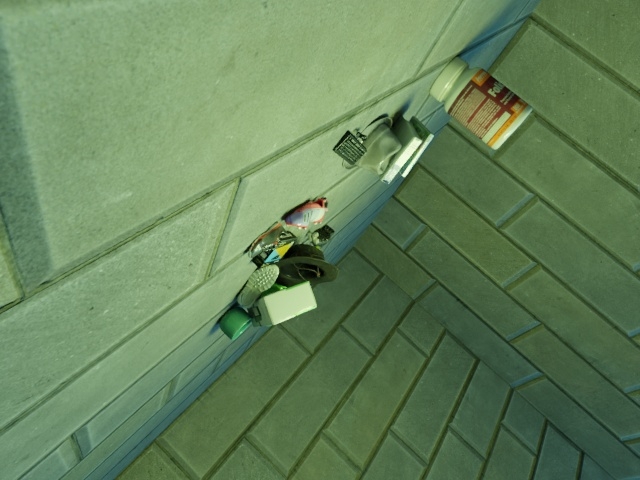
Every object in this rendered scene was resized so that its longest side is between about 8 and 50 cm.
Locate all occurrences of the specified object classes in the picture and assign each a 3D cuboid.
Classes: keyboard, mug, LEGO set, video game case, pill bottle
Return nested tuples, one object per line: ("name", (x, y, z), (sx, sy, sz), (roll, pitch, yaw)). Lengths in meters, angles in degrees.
("keyboard", (0.112, -0.309, 1.358), (0.108, 0.023, 0.180), (-50, 160, 12))
("mug", (-0.373, 0.354, 1.789), (0.129, 0.097, 0.158), (-45, 172, -25))
("LEGO set", (-0.063, 0.060, 1.965), (0.087, 0.093, 0.227), (-41, 140, -38))
("video game case", (0.358, -0.384, 1.672), (0.193, 0.023, 0.212), (-57, -155, 26))
("pill bottle", (0.688, -0.603, 1.798), (0.224, 0.392, 0.224), (-47, 172, -9))

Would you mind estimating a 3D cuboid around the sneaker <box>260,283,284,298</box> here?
("sneaker", (-0.196, 0.279, 2.135), (0.202, 0.185, 0.483), (-43, -179, -40))

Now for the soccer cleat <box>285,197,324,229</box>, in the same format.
("soccer cleat", (-0.053, -0.099, 1.479), (0.248, 0.083, 0.095), (-19, 121, -64))

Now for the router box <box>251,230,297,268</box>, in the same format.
("router box", (-0.167, 0.032, 1.532), (0.133, 0.046, 0.179), (-50, 171, 14))

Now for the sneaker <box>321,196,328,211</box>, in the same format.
("sneaker", (0.006, -0.148, 1.646), (0.119, 0.047, 0.057), (-16, 125, -76))

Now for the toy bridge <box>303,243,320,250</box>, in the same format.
("toy bridge", (-0.060, 0.046, 2.093), (0.063, 0.026, 0.188), (-10, 168, 20))

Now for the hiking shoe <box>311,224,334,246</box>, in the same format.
("hiking shoe", (0.000, 0.000, 2.108), (0.114, 0.086, 0.227), (-56, 170, 25))

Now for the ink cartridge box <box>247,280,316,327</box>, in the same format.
("ink cartridge box", (-0.176, 0.279, 1.782), (0.211, 0.122, 0.289), (-18, 175, -28))

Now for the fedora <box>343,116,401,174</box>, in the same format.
("fedora", (0.214, -0.332, 1.546), (0.244, 0.124, 0.275), (-52, 171, 24))

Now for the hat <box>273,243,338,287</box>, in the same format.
("hat", (-0.084, 0.093, 1.807), (0.331, 0.331, 0.134), (117, -25, -61))

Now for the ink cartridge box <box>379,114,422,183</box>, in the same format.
("ink cartridge box", (0.307, -0.375, 1.689), (0.223, 0.045, 0.224), (-53, -155, 31))

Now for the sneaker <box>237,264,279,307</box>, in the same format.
("sneaker", (-0.249, 0.172, 1.681), (0.235, 0.090, 0.095), (-44, -178, 22))

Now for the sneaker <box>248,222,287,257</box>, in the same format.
("sneaker", (-0.169, 0.008, 1.351), (0.158, 0.065, 0.061), (-45, 171, -19))
